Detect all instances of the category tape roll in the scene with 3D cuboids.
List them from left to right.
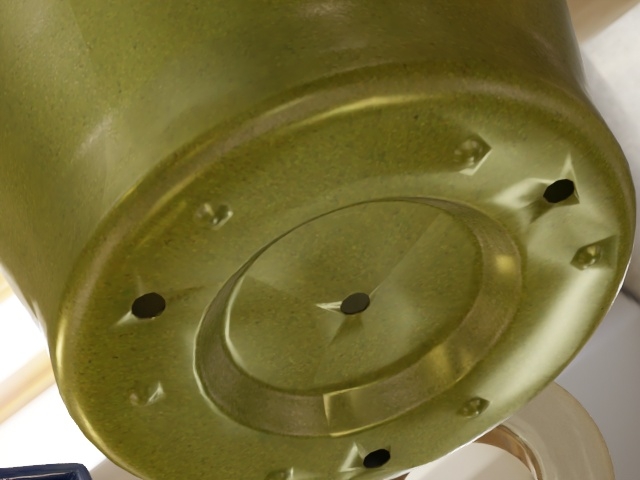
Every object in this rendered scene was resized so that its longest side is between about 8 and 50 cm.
[{"bbox_3d":[0.181,0.331,1.617,0.392,0.392,0.072,47,169,37],"label":"tape roll"}]

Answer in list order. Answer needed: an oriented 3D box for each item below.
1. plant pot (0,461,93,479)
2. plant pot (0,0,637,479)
[{"bbox_3d":[-0.366,0.414,1.434,0.236,0.235,0.212,-121,38,-47],"label":"plant pot"},{"bbox_3d":[-0.033,-0.084,0.603,0.366,0.366,0.353,60,-176,-47],"label":"plant pot"}]
